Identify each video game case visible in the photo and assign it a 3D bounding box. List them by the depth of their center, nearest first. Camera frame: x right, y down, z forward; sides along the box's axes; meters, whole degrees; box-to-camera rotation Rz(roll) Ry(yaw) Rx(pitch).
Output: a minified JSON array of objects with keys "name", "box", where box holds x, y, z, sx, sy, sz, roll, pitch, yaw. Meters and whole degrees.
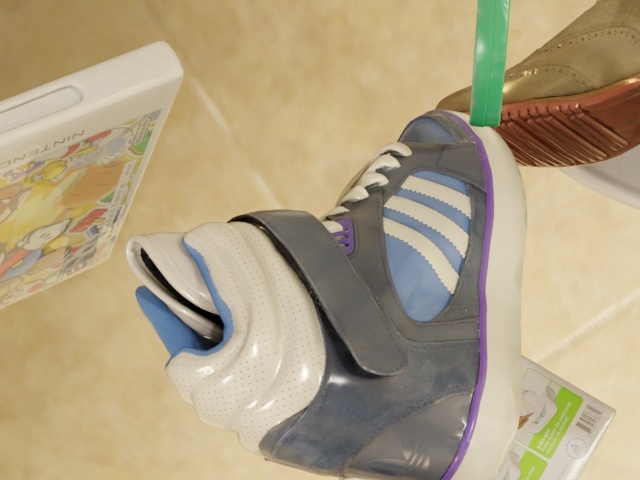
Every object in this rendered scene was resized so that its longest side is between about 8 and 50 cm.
[{"name":"video game case","box":[-0.184,-0.003,0.729,0.206,0.227,0.026,-26,76,-28]}]

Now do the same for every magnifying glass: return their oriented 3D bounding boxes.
[{"name":"magnifying glass","box":[0.104,-0.177,0.824,0.026,0.092,0.230,6,118,6]}]

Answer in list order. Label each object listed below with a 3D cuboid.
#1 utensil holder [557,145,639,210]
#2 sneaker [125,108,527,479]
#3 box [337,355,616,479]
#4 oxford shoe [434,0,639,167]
[{"name":"utensil holder","box":[0.509,-0.246,1.854,0.328,0.327,0.385,21,80,12]},{"name":"sneaker","box":[0.000,0.001,0.884,0.236,0.130,0.322,20,44,-18]},{"name":"box","box":[0.169,0.247,1.612,0.231,0.127,0.262,29,86,3]},{"name":"oxford shoe","box":[0.252,-0.152,1.269,0.348,0.123,0.130,-10,66,33]}]
